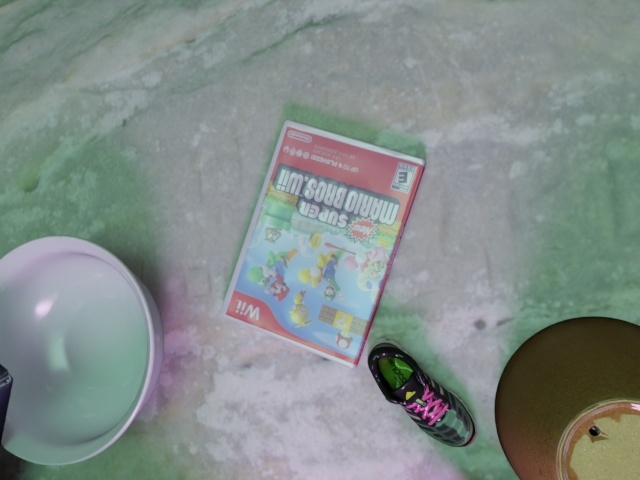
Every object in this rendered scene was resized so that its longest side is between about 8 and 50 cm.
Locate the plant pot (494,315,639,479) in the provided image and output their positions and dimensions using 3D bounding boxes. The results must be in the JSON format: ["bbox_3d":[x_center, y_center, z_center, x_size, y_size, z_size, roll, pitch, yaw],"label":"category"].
[{"bbox_3d":[0.294,0.200,0.679,0.237,0.254,0.237,-1,86,16],"label":"plant pot"}]

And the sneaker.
[{"bbox_3d":[0.117,0.189,0.824,0.063,0.075,0.170,-47,75,8],"label":"sneaker"}]

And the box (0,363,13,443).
[{"bbox_3d":[-0.668,0.350,0.768,0.297,0.471,0.480,32,117,18],"label":"box"}]

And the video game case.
[{"bbox_3d":[0.000,0.000,0.902,0.204,0.025,0.285,19,91,17],"label":"video game case"}]

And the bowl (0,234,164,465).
[{"bbox_3d":[-0.329,0.144,0.932,0.297,0.134,0.298,-1,86,16],"label":"bowl"}]
